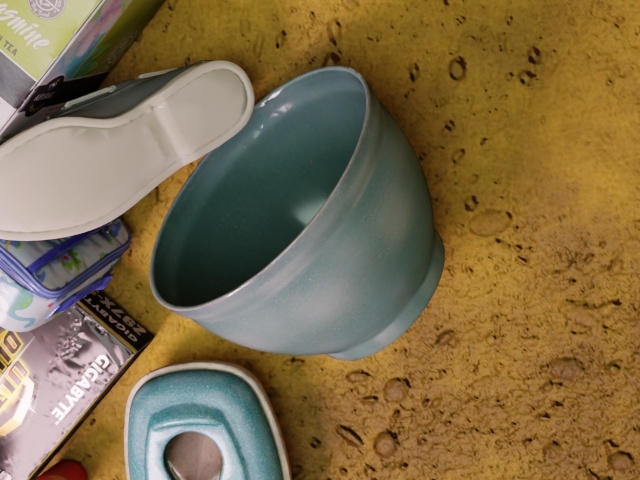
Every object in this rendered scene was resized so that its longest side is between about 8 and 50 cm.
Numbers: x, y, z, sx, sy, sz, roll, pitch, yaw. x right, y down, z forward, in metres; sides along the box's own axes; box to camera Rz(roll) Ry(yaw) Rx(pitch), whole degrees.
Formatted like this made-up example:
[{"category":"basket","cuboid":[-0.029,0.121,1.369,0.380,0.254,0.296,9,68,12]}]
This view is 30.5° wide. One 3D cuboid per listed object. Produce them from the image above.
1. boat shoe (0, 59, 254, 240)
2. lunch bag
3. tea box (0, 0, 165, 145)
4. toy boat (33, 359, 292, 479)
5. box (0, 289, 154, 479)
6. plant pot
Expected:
[{"category":"boat shoe","cuboid":[-0.219,-0.094,1.191,0.319,0.099,0.116,-30,113,-23]},{"category":"lunch bag","cuboid":[-0.307,-0.005,1.240,0.176,0.219,0.090,45,114,1]},{"category":"tea box","cuboid":[-0.334,-0.310,1.179,0.329,0.220,0.323,43,106,-1]},{"category":"toy boat","cuboid":[-0.191,0.279,1.317,0.318,0.148,0.267,-11,100,11]},{"category":"box","cuboid":[-0.391,0.149,1.362,0.257,0.079,0.322,42,106,1]},{"category":"plant pot","cuboid":[0.000,0.000,1.178,0.293,0.293,0.196,-41,119,15]}]
